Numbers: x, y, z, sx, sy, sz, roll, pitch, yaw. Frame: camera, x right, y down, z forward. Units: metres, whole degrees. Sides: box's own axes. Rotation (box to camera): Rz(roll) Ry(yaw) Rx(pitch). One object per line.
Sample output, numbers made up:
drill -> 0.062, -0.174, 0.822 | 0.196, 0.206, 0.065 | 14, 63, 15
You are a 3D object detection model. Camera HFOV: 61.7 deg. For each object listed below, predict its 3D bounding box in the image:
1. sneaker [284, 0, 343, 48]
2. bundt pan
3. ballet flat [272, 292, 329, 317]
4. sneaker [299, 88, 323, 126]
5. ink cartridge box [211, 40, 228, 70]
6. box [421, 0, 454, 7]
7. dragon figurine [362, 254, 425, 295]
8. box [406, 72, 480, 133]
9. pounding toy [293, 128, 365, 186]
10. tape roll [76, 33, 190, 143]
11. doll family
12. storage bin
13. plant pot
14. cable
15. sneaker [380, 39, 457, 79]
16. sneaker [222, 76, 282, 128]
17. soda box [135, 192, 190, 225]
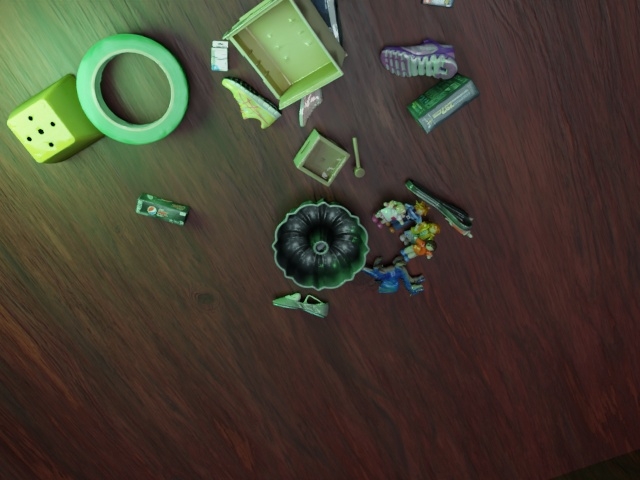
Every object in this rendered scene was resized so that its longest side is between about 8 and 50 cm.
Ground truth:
sneaker -> -0.019, -0.621, 1.595 | 0.163, 0.086, 0.226 | -5, 123, 11
bundt pan -> 0.000, 0.000, 1.854 | 0.330, 0.124, 0.331 | -1, 115, -2
ballet flat -> -0.070, 0.231, 1.999 | 0.213, 0.072, 0.068 | 16, 86, -9
sneaker -> -0.028, -0.425, 1.697 | 0.070, 0.051, 0.135 | 8, 110, 1
ink cartridge box -> -0.307, -0.564, 1.640 | 0.048, 0.028, 0.083 | 2, 114, -3
box -> 0.354, -0.760, 1.566 | 0.093, 0.027, 0.137 | 6, 115, -3
dragon figurine -> 0.241, 0.137, 1.943 | 0.289, 0.085, 0.144 | -6, 114, 0
box -> 0.361, -0.419, 1.610 | 0.183, 0.233, 0.059 | -36, 108, 14
pounding toy -> 0.049, -0.274, 1.752 | 0.206, 0.094, 0.181 | 29, 106, -24
tape roll -> -0.564, -0.459, 1.634 | 0.321, 0.077, 0.322 | -3, 111, -7
doll family -> 0.313, -0.059, 1.831 | 0.263, 0.118, 0.163 | 47, 139, -16
storage bin -> -0.101, -0.552, 1.539 | 0.260, 0.123, 0.262 | -20, 127, 33
plant pot -> -0.812, -0.352, 1.638 | 0.212, 0.187, 0.212 | -27, 113, 11
cable -> 0.404, -0.099, 1.813 | 0.287, 0.139, 0.072 | 27, 119, -10
sneaker -> 0.302, -0.561, 1.629 | 0.236, 0.105, 0.095 | 11, 160, 13
sneaker -> -0.227, -0.427, 1.677 | 0.208, 0.081, 0.094 | 36, 111, -17
soda box -> -0.537, -0.106, 1.827 | 0.168, 0.060, 0.053 | 17, 114, -10
